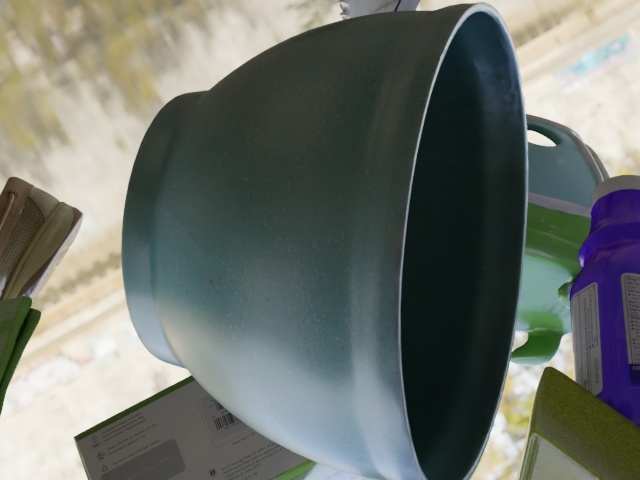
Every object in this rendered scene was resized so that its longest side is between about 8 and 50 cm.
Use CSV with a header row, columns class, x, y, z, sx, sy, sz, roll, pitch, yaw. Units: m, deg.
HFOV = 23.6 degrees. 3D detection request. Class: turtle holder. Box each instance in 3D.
class,x,y,z,sx,sy,sz,roll,pitch,yaw
turtle holder,0.238,-0.011,1.655,0.320,0.227,0.243,3,154,18

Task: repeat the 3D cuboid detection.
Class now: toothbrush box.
class,x,y,z,sx,sy,sz,roll,pitch,yaw
toothbrush box,-0.060,0.205,1.396,0.206,0.122,0.283,-28,157,10

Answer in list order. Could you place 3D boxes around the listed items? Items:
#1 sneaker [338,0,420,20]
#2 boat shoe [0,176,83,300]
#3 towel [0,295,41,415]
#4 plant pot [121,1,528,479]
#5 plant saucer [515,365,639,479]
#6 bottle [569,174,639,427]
class,x,y,z,sx,sy,sz,roll,pitch,yaw
sneaker,0.058,-0.260,1.703,0.094,0.091,0.258,-75,-171,-69
boat shoe,-0.390,0.075,1.681,0.341,0.110,0.121,-60,-175,-36
towel,-0.221,0.093,0.857,0.152,0.023,0.113,-13,-129,40
plant pot,0.000,0.000,0.940,0.196,0.293,0.293,4,-166,19
plant saucer,0.221,0.226,1.238,0.045,0.188,0.188,-23,134,-35
bottle,0.275,0.068,1.338,0.092,0.118,0.283,-38,-145,40
